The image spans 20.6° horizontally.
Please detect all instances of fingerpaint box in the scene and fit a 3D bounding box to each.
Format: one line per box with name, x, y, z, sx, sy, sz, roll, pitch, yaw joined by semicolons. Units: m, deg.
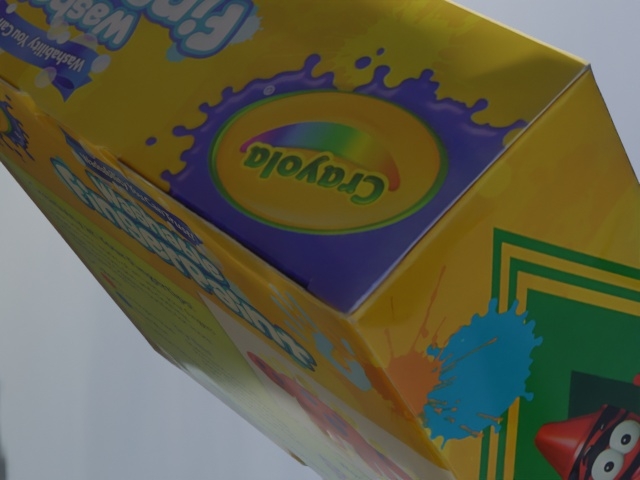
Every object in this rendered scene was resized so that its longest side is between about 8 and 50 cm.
fingerpaint box;0.000;0.000;0.978;0.445;0.163;0.371;32;-17;44
